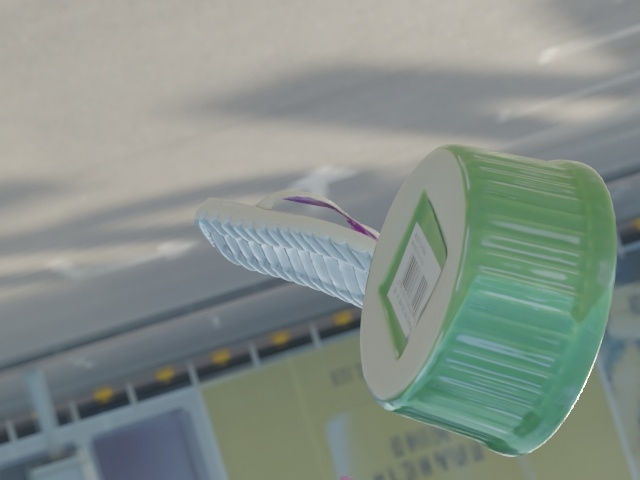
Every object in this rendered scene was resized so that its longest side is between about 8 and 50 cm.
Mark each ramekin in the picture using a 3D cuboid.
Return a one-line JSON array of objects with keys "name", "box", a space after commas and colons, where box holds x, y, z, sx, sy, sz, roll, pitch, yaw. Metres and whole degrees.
[{"name": "ramekin", "box": [0.154, 0.050, 1.714, 0.148, 0.303, 0.303, 14, 166, -16]}]

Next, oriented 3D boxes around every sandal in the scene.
[{"name": "sandal", "box": [-0.006, -0.009, 2.287, 0.416, 0.169, 0.102, 16, -116, 40]}]

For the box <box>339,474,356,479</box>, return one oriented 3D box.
[{"name": "box", "box": [0.088, 0.417, 1.982, 0.117, 0.214, 0.243, 17, 167, 45]}]
